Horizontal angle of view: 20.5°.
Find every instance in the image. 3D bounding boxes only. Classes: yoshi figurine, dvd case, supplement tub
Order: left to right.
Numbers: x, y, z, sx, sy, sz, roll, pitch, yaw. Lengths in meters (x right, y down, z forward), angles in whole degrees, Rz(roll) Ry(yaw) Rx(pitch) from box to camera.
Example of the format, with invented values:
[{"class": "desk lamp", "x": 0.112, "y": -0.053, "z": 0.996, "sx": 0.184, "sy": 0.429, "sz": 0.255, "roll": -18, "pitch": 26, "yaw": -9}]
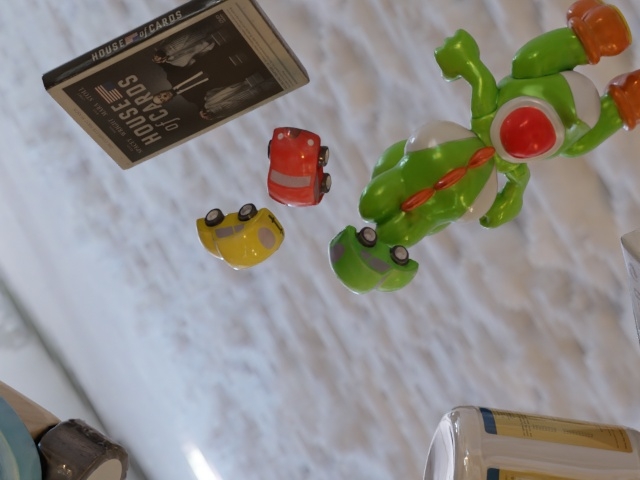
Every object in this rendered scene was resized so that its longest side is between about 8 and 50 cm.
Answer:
[{"class": "dvd case", "x": -0.153, "y": -0.175, "z": 1.911, "sx": 0.179, "sy": 0.239, "sz": 0.029, "roll": 50, "pitch": -162, "yaw": -53}, {"class": "yoshi figurine", "x": 0.189, "y": -0.116, "z": 1.987, "sx": 0.203, "sy": 0.362, "sz": 0.203, "roll": 52, "pitch": 170, "yaw": 31}, {"class": "supplement tub", "x": 0.191, "y": 0.215, "z": 1.435, "sx": 0.144, "sy": 0.200, "sz": 0.144, "roll": -171, "pitch": 90, "yaw": -83}]

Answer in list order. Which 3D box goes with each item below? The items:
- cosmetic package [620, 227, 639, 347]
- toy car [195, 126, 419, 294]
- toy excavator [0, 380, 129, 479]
[{"class": "cosmetic package", "x": 0.425, "y": 0.103, "z": 1.404, "sx": 0.385, "sy": 0.217, "sz": 0.156, "roll": -121, "pitch": 11, "yaw": -53}, {"class": "toy car", "x": 0.000, "y": 0.000, "z": 1.853, "sx": 0.225, "sy": 0.053, "sz": 0.239, "roll": 29, "pitch": 141, "yaw": -14}, {"class": "toy excavator", "x": -0.417, "y": 0.317, "z": 1.459, "sx": 0.222, "sy": 0.432, "sz": 0.445, "roll": 31, "pitch": -162, "yaw": 19}]
